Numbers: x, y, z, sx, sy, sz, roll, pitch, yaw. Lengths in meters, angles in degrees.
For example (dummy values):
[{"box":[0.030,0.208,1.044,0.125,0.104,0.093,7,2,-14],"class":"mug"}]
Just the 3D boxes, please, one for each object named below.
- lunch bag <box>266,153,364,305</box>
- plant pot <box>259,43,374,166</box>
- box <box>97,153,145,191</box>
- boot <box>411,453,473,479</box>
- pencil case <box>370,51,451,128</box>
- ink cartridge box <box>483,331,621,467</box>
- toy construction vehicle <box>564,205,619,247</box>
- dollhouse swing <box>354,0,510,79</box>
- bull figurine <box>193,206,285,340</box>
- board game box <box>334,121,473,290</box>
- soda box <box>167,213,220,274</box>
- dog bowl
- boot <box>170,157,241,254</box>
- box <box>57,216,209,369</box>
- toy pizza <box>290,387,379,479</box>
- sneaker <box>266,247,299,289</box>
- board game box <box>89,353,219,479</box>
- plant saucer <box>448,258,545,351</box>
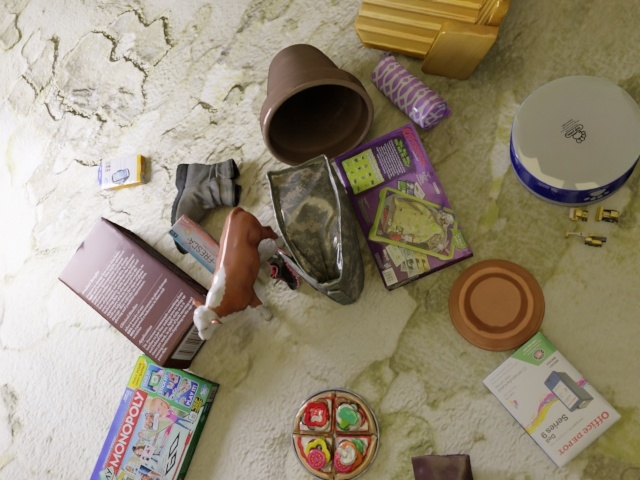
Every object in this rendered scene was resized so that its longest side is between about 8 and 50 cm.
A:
[{"box":[0.000,0.000,1.353,0.168,0.235,0.287,-17,72,7],"class":"lunch bag"},{"box":[-0.029,-0.344,1.466,0.263,0.263,0.229,-24,54,9],"class":"plant pot"},{"box":[-0.541,-0.182,1.675,0.136,0.028,0.081,-9,73,17],"class":"box"},{"box":[0.294,0.525,1.197,0.248,0.090,0.207,-6,74,24],"class":"boot"},{"box":[0.210,-0.354,1.471,0.206,0.088,0.086,50,133,21],"class":"pencil case"},{"box":[0.449,0.311,1.214,0.154,0.093,0.212,-41,70,2],"class":"ink cartridge box"},{"box":[0.572,-0.034,1.299,0.098,0.035,0.086,13,80,19],"class":"toy construction vehicle"},{"box":[0.268,-0.603,1.419,0.304,0.315,0.347,20,82,0],"class":"dollhouse swing"},{"box":[-0.183,0.084,1.396,0.101,0.188,0.311,2,71,33],"class":"bull figurine"},{"box":[0.185,-0.081,1.423,0.208,0.056,0.347,-25,70,13],"class":"board game box"},{"box":[-0.278,0.019,1.486,0.183,0.058,0.063,44,90,-6],"class":"soda box"},{"box":[0.542,-0.212,1.319,0.264,0.104,0.265,-4,75,16],"class":"dog bowl"},{"box":[-0.284,-0.090,1.549,0.161,0.083,0.247,-2,77,10],"class":"boot"},{"box":[-0.431,0.128,1.502,0.381,0.143,0.191,35,88,20],"class":"box"},{"box":[0.028,0.423,1.341,0.201,0.032,0.201,-4,74,15],"class":"toy pizza"},{"box":[-0.090,0.076,1.426,0.057,0.119,0.047,-40,38,-22],"class":"sneaker"},{"box":[-0.391,0.454,1.451,0.213,0.046,0.317,17,81,19],"class":"board game box"},{"box":[0.373,0.134,1.313,0.199,0.037,0.200,-4,74,15],"class":"plant saucer"}]
